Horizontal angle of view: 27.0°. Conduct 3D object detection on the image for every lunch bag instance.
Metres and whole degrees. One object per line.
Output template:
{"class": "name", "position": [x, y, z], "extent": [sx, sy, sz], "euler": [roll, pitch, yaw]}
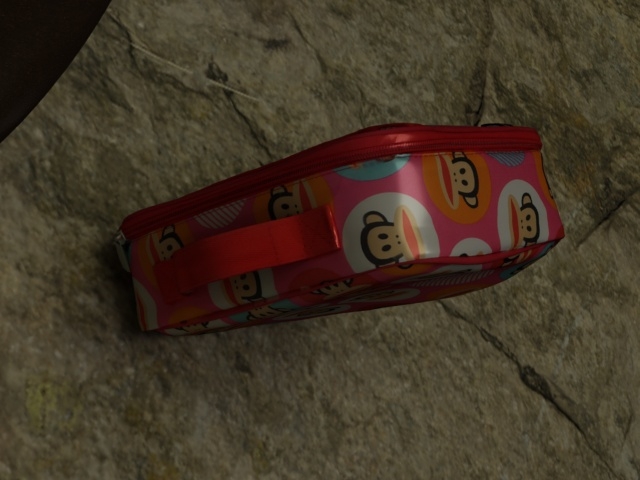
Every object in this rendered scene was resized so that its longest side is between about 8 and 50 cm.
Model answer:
{"class": "lunch bag", "position": [0.000, 0.000, 0.963], "extent": [0.258, 0.293, 0.120], "euler": [-7, 83, -50]}

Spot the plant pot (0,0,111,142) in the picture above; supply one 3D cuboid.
{"class": "plant pot", "position": [-0.226, -0.165, 0.831], "extent": [0.215, 0.230, 0.215], "euler": [22, 58, -40]}
